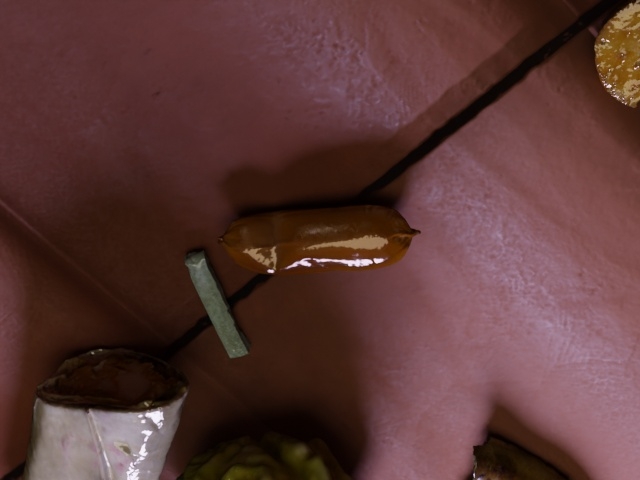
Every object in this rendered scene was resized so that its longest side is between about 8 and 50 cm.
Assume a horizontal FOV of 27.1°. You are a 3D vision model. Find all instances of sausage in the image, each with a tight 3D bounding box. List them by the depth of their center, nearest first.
[{"bbox_3d":[0.000,0.000,1.199,0.183,0.054,0.062,-6,88,9],"label":"sausage"}]

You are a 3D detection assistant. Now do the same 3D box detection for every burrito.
[{"bbox_3d":[-0.219,0.224,1.304,0.143,0.105,0.299,31,125,20],"label":"burrito"}]

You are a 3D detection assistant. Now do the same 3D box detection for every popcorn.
[{"bbox_3d":[-0.042,0.303,1.297,0.212,0.259,0.259,-34,114,5],"label":"popcorn"}]

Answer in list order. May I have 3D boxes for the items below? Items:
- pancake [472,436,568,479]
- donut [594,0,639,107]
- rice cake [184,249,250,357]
[{"bbox_3d":[0.209,0.351,1.392,0.197,0.054,0.377,-18,117,14],"label":"pancake"},{"bbox_3d":[0.278,-0.164,1.091,0.108,0.043,0.097,-9,120,10],"label":"donut"},{"bbox_3d":[-0.098,0.061,1.259,0.022,0.021,0.121,-18,120,8],"label":"rice cake"}]
